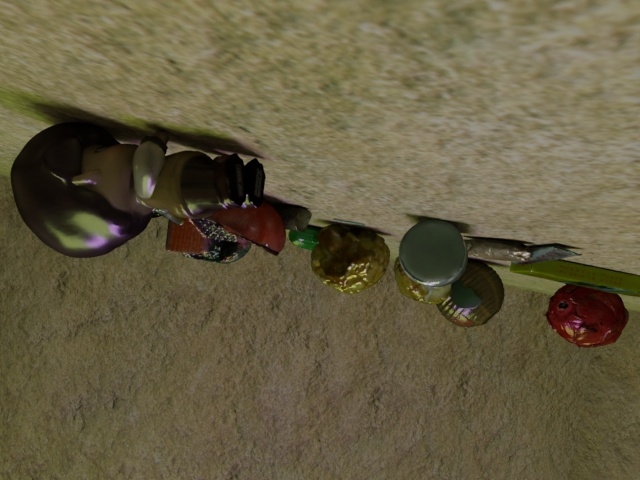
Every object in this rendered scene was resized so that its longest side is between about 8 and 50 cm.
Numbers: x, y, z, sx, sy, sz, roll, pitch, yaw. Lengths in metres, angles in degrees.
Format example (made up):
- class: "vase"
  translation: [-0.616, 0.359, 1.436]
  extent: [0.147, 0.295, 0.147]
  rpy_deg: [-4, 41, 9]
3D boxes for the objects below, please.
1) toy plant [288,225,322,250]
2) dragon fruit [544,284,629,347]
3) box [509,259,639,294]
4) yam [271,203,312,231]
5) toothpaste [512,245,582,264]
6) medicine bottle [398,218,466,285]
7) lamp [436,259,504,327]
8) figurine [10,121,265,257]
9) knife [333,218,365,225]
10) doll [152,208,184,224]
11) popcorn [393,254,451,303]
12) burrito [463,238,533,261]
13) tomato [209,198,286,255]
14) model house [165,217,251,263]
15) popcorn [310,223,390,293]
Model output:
- class: "toy plant"
  translation: [-0.002, -0.001, 1.861]
  extent: [0.241, 0.088, 0.155]
  rpy_deg: [12, 176, -13]
- class: "dragon fruit"
  translation: [0.885, 0.246, 1.688]
  extent: [0.253, 0.240, 0.241]
  rpy_deg: [23, 177, 0]
- class: "box"
  translation: [0.681, 0.094, 1.297]
  extent: [0.336, 0.047, 0.187]
  rpy_deg: [11, 177, 6]
- class: "yam"
  translation: [-0.101, -0.062, 1.333]
  extent: [0.170, 0.068, 0.068]
  rpy_deg: [10, 176, 40]
- class: "toothpaste"
  translation: [0.463, 0.029, 1.065]
  extent: [0.056, 0.036, 0.205]
  rpy_deg: [14, 173, -4]
- class: "medicine bottle"
  translation: [0.239, 0.031, 1.054]
  extent: [0.135, 0.135, 0.168]
  rpy_deg: [11, 178, 20]
- class: "lamp"
  translation: [0.515, 0.169, 1.820]
  extent: [0.284, 0.250, 0.250]
  rpy_deg: [52, -165, 22]
- class: "figurine"
  translation: [-0.278, -0.098, 0.745]
  extent: [0.365, 0.206, 0.218]
  rpy_deg: [-14, -168, 19]
- class: "knife"
  translation: [0.078, -0.050, 1.390]
  extent: [0.091, 0.005, 0.014]
  rpy_deg: [11, 176, 16]
- class: "doll"
  translation: [-0.495, -0.119, 1.441]
  extent: [0.316, 0.103, 0.145]
  rpy_deg: [19, 139, 48]
- class: "popcorn"
  translation: [0.346, 0.113, 1.696]
  extent: [0.221, 0.183, 0.204]
  rpy_deg: [22, -151, -43]
- class: "burrito"
  translation: [0.382, 0.021, 1.110]
  extent: [0.058, 0.044, 0.188]
  rpy_deg: [6, 179, -32]
- class: "tomato"
  translation: [-0.178, -0.058, 1.245]
  extent: [0.199, 0.112, 0.228]
  rpy_deg: [28, 177, 30]
- class: "model house"
  translation: [-0.357, -0.034, 1.561]
  extent: [0.237, 0.202, 0.237]
  rpy_deg: [11, 178, 14]
- class: "popcorn"
  translation: [0.090, 0.052, 1.535]
  extent: [0.237, 0.205, 0.251]
  rpy_deg: [26, 166, 2]
